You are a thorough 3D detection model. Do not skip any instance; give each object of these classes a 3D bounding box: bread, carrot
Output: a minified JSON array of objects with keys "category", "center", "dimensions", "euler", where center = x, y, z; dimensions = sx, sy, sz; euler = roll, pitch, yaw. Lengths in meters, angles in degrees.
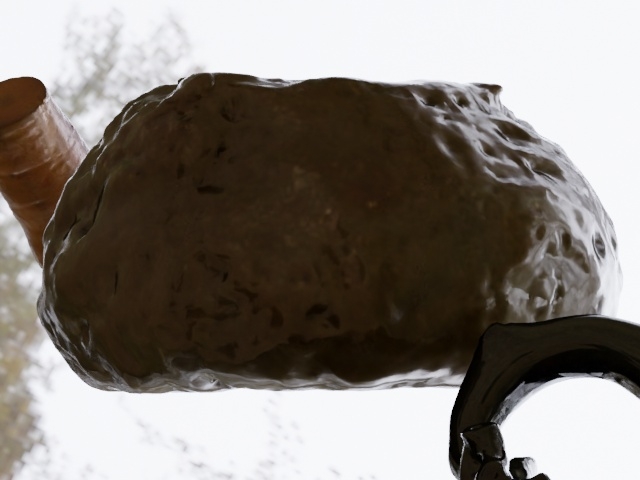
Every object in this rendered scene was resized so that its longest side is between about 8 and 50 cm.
[{"category":"bread","center":[0.000,0.000,0.670],"dimensions":[0.230,0.230,0.123],"euler":[-1,-92,38]},{"category":"carrot","center":[-0.187,-0.031,1.247],"dimensions":[0.087,0.193,0.087],"euler":[-20,-150,12]}]

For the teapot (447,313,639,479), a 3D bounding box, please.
[{"category":"teapot","center":[0.032,0.137,0.533],"dimensions":[0.182,0.173,0.269],"euler":[21,-106,16]}]
